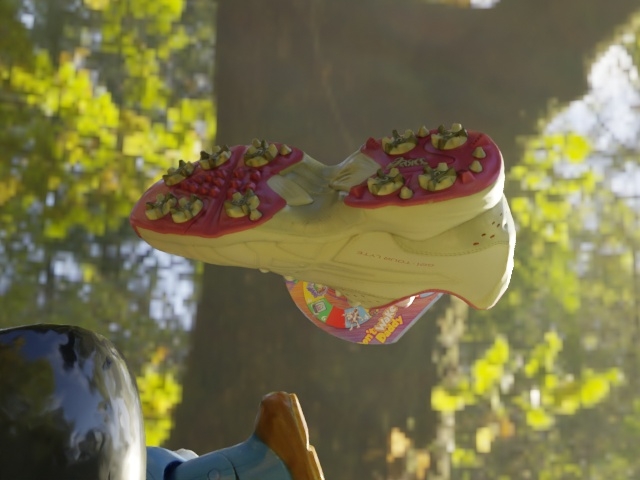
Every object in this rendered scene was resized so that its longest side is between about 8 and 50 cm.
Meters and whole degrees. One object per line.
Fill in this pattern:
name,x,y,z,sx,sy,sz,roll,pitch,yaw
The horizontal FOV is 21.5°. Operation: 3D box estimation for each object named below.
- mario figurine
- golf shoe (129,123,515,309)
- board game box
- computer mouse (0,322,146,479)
mario figurine,-0.167,0.186,1.324,0.320,0.170,0.198,-18,-54,-7
golf shoe,0.000,0.000,1.242,0.306,0.115,0.140,-1,-51,30
board game box,0.046,0.000,1.356,0.169,0.133,0.033,-45,-23,-3
computer mouse,-0.145,0.146,0.533,0.272,0.072,0.188,-48,-38,3
